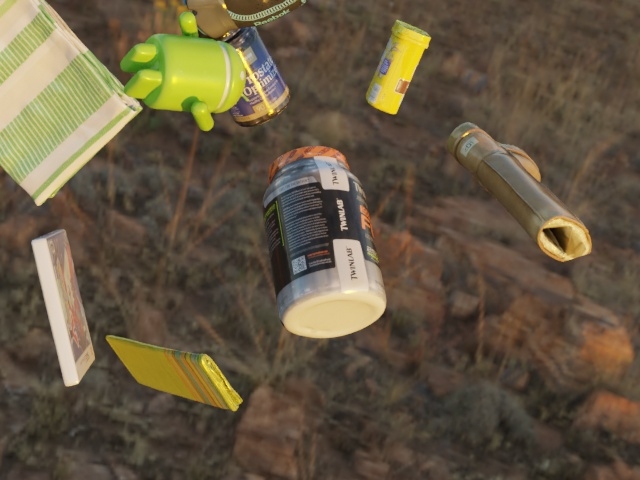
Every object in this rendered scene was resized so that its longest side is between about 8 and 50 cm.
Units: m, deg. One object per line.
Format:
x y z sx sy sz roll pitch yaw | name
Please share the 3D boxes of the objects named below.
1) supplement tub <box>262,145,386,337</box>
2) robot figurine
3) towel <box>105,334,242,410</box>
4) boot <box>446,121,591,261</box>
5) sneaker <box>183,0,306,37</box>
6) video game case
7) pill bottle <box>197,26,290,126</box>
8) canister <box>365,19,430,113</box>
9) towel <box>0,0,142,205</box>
0.000 0.000 2.040 0.194 0.193 0.316 2 60 -23 | supplement tub
-0.118 -0.148 1.008 0.115 0.067 0.101 1 69 -34 | robot figurine
-0.213 0.184 1.615 0.237 0.102 0.021 6 43 46 | towel
0.332 -0.057 1.771 0.236 0.089 0.269 21 22 -42 | boot
-0.103 -0.411 1.306 0.140 0.340 0.125 -11 1 10 | sneaker
-0.356 0.088 1.578 0.023 0.201 0.183 -13 5 -4 | video game case
-0.153 -0.331 2.107 0.123 0.219 0.123 -21 32 14 | pill bottle
0.155 -0.352 2.295 0.073 0.170 0.126 21 16 -8 | canister
-0.454 -0.240 1.679 0.325 0.248 0.038 48 21 -6 | towel
